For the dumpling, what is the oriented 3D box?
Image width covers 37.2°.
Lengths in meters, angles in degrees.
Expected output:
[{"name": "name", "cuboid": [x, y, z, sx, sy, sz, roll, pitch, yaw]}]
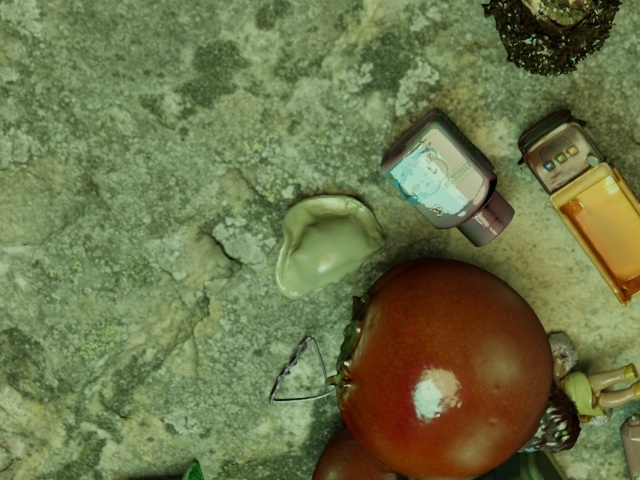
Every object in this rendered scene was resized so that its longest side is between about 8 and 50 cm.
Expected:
[{"name": "dumpling", "cuboid": [-0.002, 0.001, 1.423, 0.169, 0.100, 0.134, -31, 91, 14]}]

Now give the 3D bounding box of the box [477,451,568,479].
[{"name": "box", "cuboid": [0.338, 0.474, 1.540, 0.178, 0.138, 0.274, -30, 104, 20]}]

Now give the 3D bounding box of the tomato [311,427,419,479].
[{"name": "tomato", "cuboid": [0.093, 0.387, 1.491, 0.208, 0.208, 0.184, 51, 138, -12]}]

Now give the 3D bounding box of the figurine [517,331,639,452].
[{"name": "figurine", "cuboid": [0.372, 0.247, 1.458, 0.240, 0.116, 0.175, -27, 105, 15]}]

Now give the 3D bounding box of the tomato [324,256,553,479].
[{"name": "tomato", "cuboid": [0.176, 0.184, 1.356, 0.321, 0.321, 0.322, 2, 110, 6]}]

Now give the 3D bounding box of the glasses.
[{"name": "glasses", "cuboid": [-0.011, 0.227, 1.524, 0.103, 0.062, 0.140, 31, 111, -7]}]

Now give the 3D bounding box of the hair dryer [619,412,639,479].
[{"name": "hair dryer", "cuboid": [0.499, 0.425, 1.446, 0.125, 0.210, 0.353, -3, 112, 44]}]

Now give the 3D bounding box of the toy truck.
[{"name": "toy truck", "cuboid": [0.388, -0.049, 1.338, 0.114, 0.135, 0.270, -35, 103, 17]}]

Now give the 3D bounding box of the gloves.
[{"name": "gloves", "cuboid": [0.330, -0.356, 1.230, 0.312, 0.135, 0.210, -47, 121, -2]}]

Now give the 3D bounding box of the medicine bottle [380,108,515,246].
[{"name": "medicine bottle", "cuboid": [0.189, -0.083, 1.370, 0.188, 0.094, 0.119, 44, 110, -10]}]

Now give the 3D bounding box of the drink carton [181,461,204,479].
[{"name": "drink carton", "cuboid": [-0.276, 0.470, 1.606, 0.142, 0.144, 0.146, -6, 109, 15]}]
